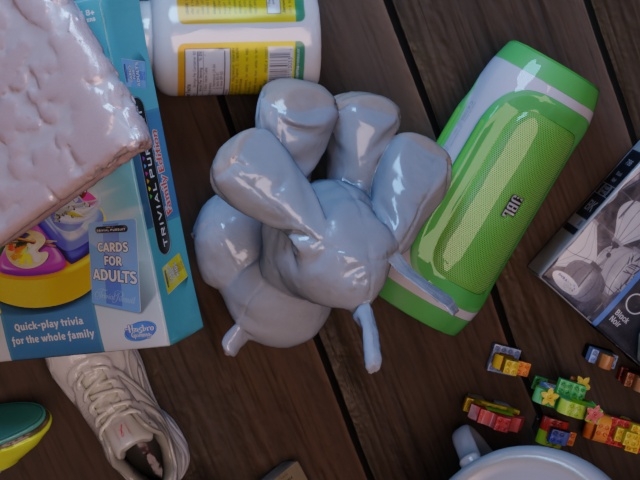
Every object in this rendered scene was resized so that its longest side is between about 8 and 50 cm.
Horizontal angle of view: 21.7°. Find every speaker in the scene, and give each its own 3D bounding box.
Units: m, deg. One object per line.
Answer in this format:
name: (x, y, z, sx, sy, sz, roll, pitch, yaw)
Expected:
speaker: (0.169, -0.054, 1.740, 0.131, 0.131, 0.297, 29, 96, -12)

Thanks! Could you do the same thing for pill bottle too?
pill bottle: (-0.109, -0.204, 1.678, 0.208, 0.117, 0.118, -3, 101, -7)

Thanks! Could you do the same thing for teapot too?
teapot: (0.225, 0.336, 1.737, 0.252, 0.187, 0.256, 11, 77, 22)

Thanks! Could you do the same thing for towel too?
towel: (-0.349, -0.151, 1.573, 0.317, 0.053, 0.332, -34, 83, 24)

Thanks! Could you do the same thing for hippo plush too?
hippo plush: (0.000, 0.000, 1.689, 0.234, 0.236, 0.294, -32, 81, -33)

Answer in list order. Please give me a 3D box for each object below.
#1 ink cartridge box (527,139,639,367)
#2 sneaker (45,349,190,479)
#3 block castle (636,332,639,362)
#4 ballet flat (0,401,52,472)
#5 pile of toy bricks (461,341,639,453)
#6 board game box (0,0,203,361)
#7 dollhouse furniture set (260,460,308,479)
ink cartridge box: (0.395, -0.038, 1.805, 0.165, 0.065, 0.333, 40, 93, -12)
sneaker: (-0.209, 0.173, 1.738, 0.090, 0.115, 0.232, -36, 103, 0)
block castle: (0.588, 0.079, 1.742, 0.453, 0.213, 0.303, -47, 117, 3)
ballet flat: (-0.387, 0.230, 1.756, 0.231, 0.077, 0.077, -14, 124, -2)
pile of toy bricks: (0.271, 0.174, 1.807, 0.212, 0.105, 0.118, 15, 99, -10)
board game box: (-0.273, -0.055, 1.637, 0.253, 0.079, 0.336, -7, 99, 24)
dollhouse furniture set: (-0.093, 0.319, 1.828, 0.151, 0.123, 0.144, -36, 106, -35)
